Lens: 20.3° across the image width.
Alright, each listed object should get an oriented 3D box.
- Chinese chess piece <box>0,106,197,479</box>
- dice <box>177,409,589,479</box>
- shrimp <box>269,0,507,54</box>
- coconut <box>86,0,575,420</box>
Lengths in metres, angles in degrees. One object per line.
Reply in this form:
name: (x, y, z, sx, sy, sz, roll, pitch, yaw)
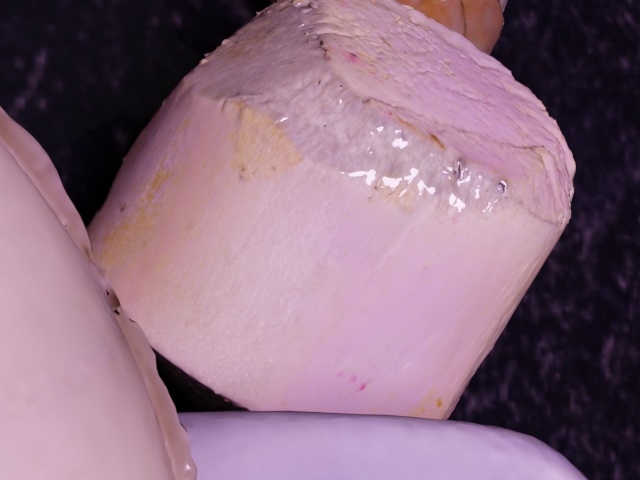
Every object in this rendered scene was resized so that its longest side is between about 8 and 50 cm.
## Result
Chinese chess piece: (-0.187, 0.088, 0.394, 0.140, 0.338, 0.338, -20, 87, -65)
dice: (-0.019, 0.157, 0.549, 0.194, 0.192, 0.193, 8, 75, -28)
shrimp: (0.005, -0.184, 0.722, 0.145, 0.061, 0.267, -23, 86, -39)
coconut: (0.000, 0.000, 0.621, 0.147, 0.153, 0.147, 25, 29, -15)
